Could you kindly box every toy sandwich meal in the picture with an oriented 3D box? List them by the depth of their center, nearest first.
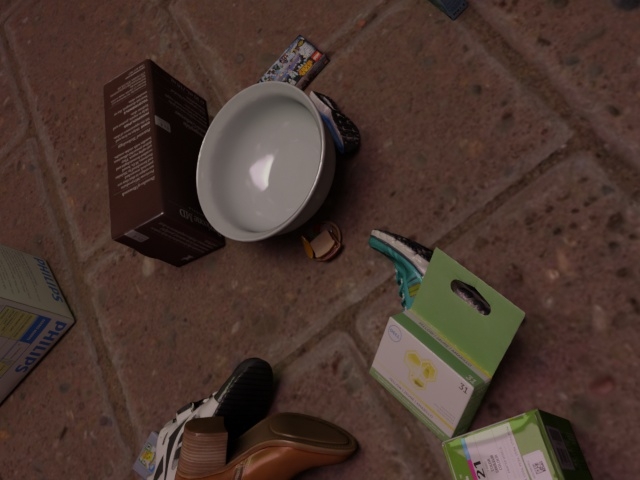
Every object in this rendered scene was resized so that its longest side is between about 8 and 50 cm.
[{"bbox_3d":[0.000,0.000,1.270,0.086,0.029,0.085,-12,66,28],"label":"toy sandwich meal"}]

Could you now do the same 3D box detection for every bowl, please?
[{"bbox_3d":[-0.079,-0.131,1.292,0.298,0.134,0.297,-9,75,35],"label":"bowl"}]

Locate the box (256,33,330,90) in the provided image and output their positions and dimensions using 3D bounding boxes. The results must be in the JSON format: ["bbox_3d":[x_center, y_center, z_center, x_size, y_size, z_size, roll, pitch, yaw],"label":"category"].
[{"bbox_3d":[-0.057,-0.347,1.439,0.137,0.027,0.094,-48,56,7],"label":"box"}]

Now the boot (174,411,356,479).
[{"bbox_3d":[-0.089,0.398,1.116,0.109,0.284,0.220,-135,48,-73],"label":"boot"}]

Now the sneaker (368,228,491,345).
[{"bbox_3d":[0.159,0.078,1.103,0.110,0.107,0.275,-53,54,15],"label":"sneaker"}]

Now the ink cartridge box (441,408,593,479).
[{"bbox_3d":[0.206,0.317,0.924,0.255,0.189,0.097,-26,61,21],"label":"ink cartridge box"}]

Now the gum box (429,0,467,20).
[{"bbox_3d":[0.173,-0.496,1.258,0.041,0.184,0.157,-45,55,10],"label":"gum box"}]

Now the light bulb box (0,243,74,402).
[{"bbox_3d":[-0.805,0.177,1.492,0.358,0.361,0.225,-46,53,8],"label":"light bulb box"}]

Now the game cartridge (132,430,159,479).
[{"bbox_3d":[-0.316,0.408,1.316,0.056,0.017,0.083,25,86,32],"label":"game cartridge"}]

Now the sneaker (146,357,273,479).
[{"bbox_3d":[-0.210,0.325,1.215,0.146,0.122,0.330,35,95,40],"label":"sneaker"}]

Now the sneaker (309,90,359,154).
[{"bbox_3d":[0.016,-0.213,1.336,0.073,0.063,0.162,-54,48,27],"label":"sneaker"}]

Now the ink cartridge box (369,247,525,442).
[{"bbox_3d":[0.174,0.154,1.014,0.171,0.056,0.235,40,131,33],"label":"ink cartridge box"}]

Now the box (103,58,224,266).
[{"bbox_3d":[-0.324,-0.159,1.431,0.143,0.191,0.381,-22,62,23],"label":"box"}]
